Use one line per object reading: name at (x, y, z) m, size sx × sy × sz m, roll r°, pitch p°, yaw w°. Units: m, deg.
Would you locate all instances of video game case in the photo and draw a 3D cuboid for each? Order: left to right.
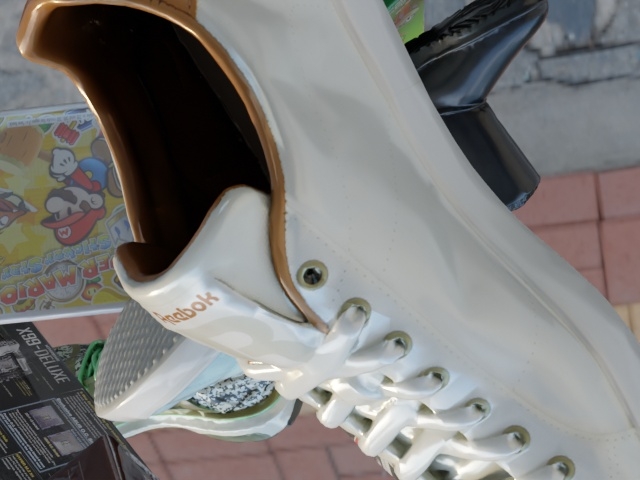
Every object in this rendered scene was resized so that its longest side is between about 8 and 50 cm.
video game case at (-0.261, -0.028, 1.311) m, size 0.227 × 0.206 × 0.026 m, roll -6°, pitch 170°, yaw 2°

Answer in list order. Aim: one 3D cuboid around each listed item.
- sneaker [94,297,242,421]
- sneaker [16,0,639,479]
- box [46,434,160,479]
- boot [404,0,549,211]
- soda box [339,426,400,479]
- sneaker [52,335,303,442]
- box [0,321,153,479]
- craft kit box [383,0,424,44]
sneaker at (-0.054, 0.072, 1.169) m, size 0.150 × 0.135 × 0.366 m, roll 30°, pitch 133°, yaw -27°
sneaker at (0.007, 0.028, 0.428) m, size 0.106 × 0.123 × 0.290 m, roll -32°, pitch 95°, yaw 46°
box at (-0.162, 0.284, 0.957) m, size 0.203 × 0.167 × 0.168 m, roll -38°, pitch 122°, yaw 2°
boot at (0.180, -0.139, 1.454) m, size 0.246 × 0.094 × 0.207 m, roll -28°, pitch 107°, yaw 30°
soda box at (0.053, 0.140, 1.126) m, size 0.053 × 0.169 × 0.060 m, roll -17°, pitch 104°, yaw -15°
sneaker at (-0.232, 0.151, 1.746) m, size 0.410 × 0.158 × 0.182 m, roll -4°, pitch 137°, yaw 10°
box at (-0.342, 0.228, 1.499) m, size 0.242 × 0.307 × 0.076 m, roll -11°, pitch 141°, yaw -53°
craft kit box at (0.010, -0.186, 1.499) m, size 0.250 × 0.246 × 0.061 m, roll -44°, pitch 84°, yaw -2°
